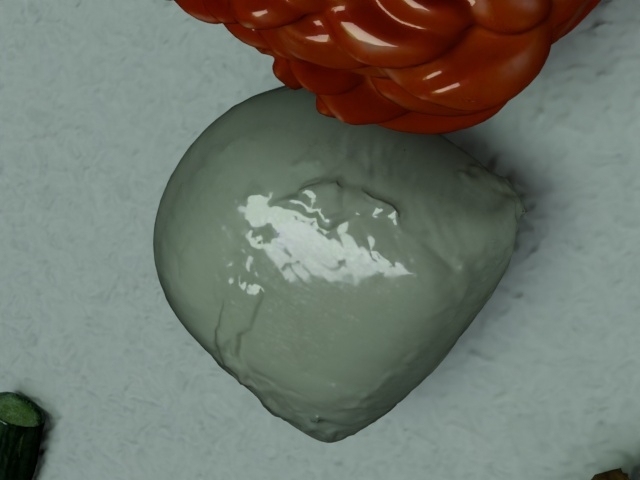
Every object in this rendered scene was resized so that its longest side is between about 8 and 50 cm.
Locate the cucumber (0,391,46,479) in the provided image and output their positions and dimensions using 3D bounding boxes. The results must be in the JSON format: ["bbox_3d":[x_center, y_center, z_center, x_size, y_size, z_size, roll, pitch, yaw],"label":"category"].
[{"bbox_3d":[-0.249,0.172,1.025,0.048,0.048,0.105,28,118,23],"label":"cucumber"}]

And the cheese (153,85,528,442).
[{"bbox_3d":[0.000,0.000,0.756,0.189,0.154,0.198,35,117,-3],"label":"cheese"}]

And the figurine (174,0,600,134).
[{"bbox_3d":[-0.045,-0.218,0.663,0.411,0.241,0.306,24,157,32],"label":"figurine"}]

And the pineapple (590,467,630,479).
[{"bbox_3d":[0.214,0.241,0.728,0.237,0.111,0.119,44,151,8],"label":"pineapple"}]
